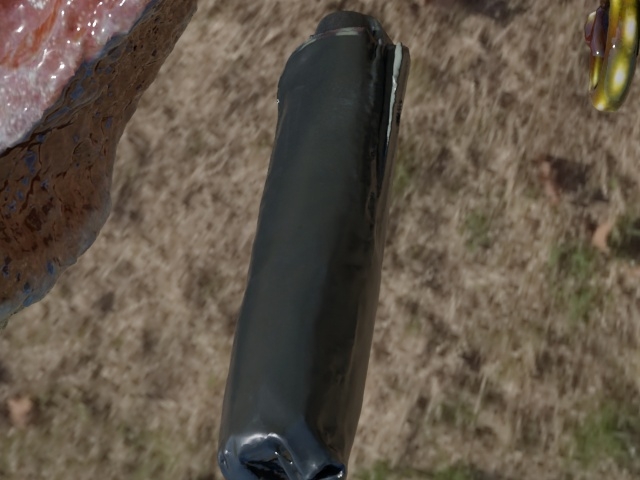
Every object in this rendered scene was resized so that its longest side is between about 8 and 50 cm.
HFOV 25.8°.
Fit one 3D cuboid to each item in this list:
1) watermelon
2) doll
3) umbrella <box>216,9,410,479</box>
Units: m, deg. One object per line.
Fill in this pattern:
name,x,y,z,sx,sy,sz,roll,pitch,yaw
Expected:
watermelon,-0.086,-0.071,0.408,0.121,0.098,0.158,41,118,11
doll,0.361,-0.288,1.388,0.209,0.339,0.317,18,113,-17
umbrella,-0.002,0.000,0.343,0.036,0.133,0.031,5,149,9
